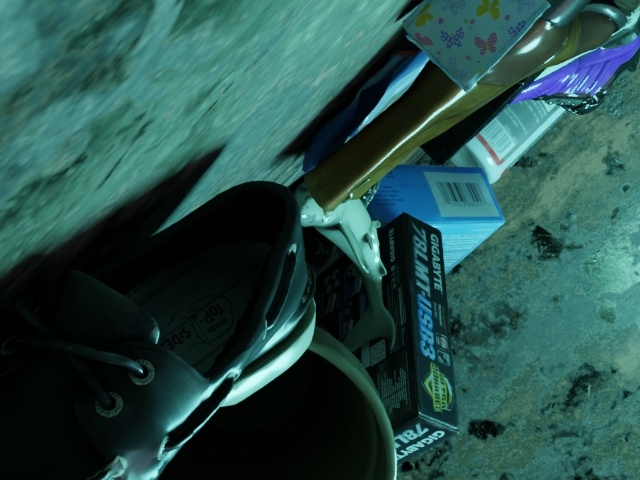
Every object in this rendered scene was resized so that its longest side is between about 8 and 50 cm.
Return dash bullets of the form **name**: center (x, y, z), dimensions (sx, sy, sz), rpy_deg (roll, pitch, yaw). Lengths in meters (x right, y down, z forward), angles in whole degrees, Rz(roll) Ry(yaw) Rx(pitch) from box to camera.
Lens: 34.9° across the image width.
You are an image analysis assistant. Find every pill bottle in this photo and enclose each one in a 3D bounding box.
- **pill bottle**: center (0.317, -0.241, 1.643), dimensions (0.283, 0.161, 0.161), rpy_deg (-44, 177, -6)

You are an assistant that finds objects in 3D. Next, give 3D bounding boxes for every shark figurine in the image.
- **shark figurine**: center (0.010, 0.002, 1.160), dimensions (0.116, 0.278, 0.166), rpy_deg (-6, -133, 20)

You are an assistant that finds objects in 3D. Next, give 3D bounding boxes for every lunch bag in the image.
- **lunch bag**: center (0.108, -0.158, 0.725), dimensions (0.083, 0.071, 0.053), rpy_deg (-48, 180, 4)

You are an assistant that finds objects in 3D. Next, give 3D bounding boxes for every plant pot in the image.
- **plant pot**: center (-0.089, 0.191, 1.136), dimensions (0.323, 0.323, 0.280), rpy_deg (-45, -167, 11)

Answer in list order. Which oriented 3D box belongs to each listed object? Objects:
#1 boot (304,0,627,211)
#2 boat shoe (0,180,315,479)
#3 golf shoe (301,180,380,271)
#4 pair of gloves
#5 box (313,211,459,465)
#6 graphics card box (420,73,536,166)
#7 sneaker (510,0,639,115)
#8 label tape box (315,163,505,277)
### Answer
- **boot**: center (0.131, -0.126, 0.889), dimensions (0.280, 0.096, 0.264), rpy_deg (-45, 177, 19)
- **boat shoe**: center (-0.105, 0.059, 0.523), dimensions (0.340, 0.127, 0.113), rpy_deg (-30, 139, -48)
- **golf shoe**: center (0.002, -0.019, 1.245), dimensions (0.198, 0.077, 0.094), rpy_deg (-44, 178, 12)
- **pair of gloves**: center (0.060, -0.134, 0.911), dimensions (0.159, 0.023, 0.198), rpy_deg (-46, 176, 36)
- **box**: center (0.041, 0.157, 1.290), dimensions (0.293, 0.073, 0.295), rpy_deg (-40, -143, 39)
- **graphics card box**: center (0.276, -0.270, 1.291), dimensions (0.371, 0.094, 0.233), rpy_deg (-44, 178, -26)
- **sneaker**: center (0.358, -0.238, 1.515), dimensions (0.293, 0.146, 0.102), rpy_deg (-27, -143, -8)
- **label tape box**: center (0.071, 0.022, 1.500), dimensions (0.241, 0.106, 0.333), rpy_deg (0, 149, -35)
